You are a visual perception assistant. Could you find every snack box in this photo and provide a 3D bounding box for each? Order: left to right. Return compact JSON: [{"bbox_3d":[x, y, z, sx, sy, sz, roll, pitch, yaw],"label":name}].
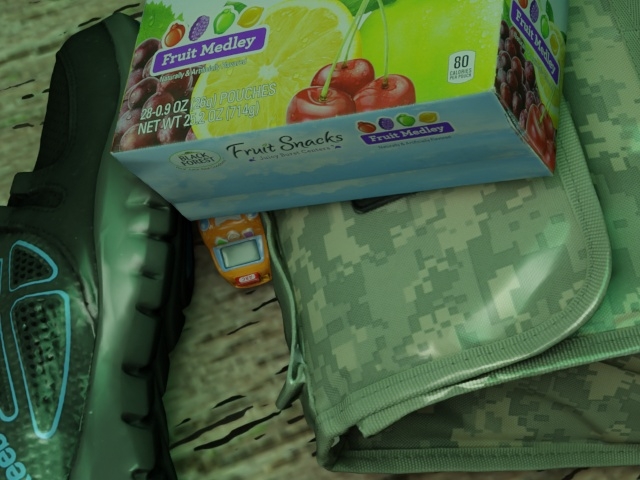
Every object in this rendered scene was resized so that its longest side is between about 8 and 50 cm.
[{"bbox_3d":[0.016,-0.121,0.640,0.174,0.070,0.207,-7,58,29],"label":"snack box"}]

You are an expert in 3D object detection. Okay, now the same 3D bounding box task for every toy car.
[{"bbox_3d":[0.000,0.000,0.747,0.122,0.060,0.040,-6,64,-6],"label":"toy car"}]

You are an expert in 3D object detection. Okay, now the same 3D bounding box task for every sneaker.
[{"bbox_3d":[-0.130,0.038,0.685,0.139,0.125,0.341,-2,59,2],"label":"sneaker"}]

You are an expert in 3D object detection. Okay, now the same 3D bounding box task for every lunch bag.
[{"bbox_3d":[0.109,-0.025,0.694,0.287,0.169,0.235,-5,59,-12],"label":"lunch bag"}]
